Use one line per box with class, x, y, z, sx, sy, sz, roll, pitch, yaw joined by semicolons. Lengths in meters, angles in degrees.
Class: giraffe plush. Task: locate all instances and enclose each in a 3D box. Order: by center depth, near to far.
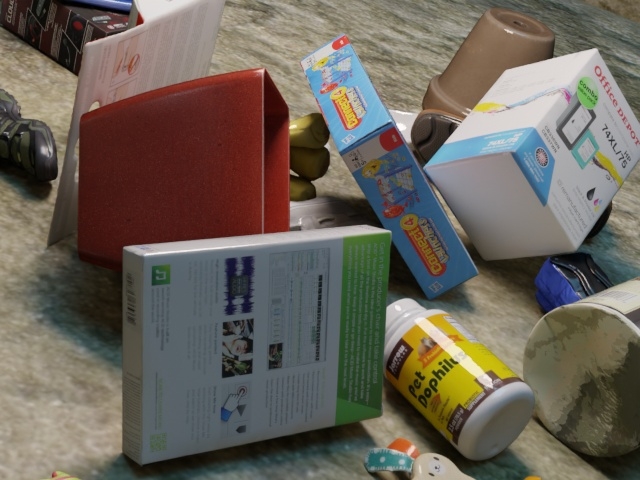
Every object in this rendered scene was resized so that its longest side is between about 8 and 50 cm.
giraffe plush;-0.110;-0.142;1.815;0.170;0.181;0.210;27;10;39

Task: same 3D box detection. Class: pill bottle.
pill bottle;0.158;0.167;1.471;0.117;0.117;0.215;-8;38;-40

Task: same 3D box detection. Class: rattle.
rattle;0.140;0.253;1.298;0.130;0.142;0.199;-15;46;-18

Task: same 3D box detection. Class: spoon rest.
spoon rest;0.200;-0.196;2.166;0.276;0.084;0.137;12;29;-14

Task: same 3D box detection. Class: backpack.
backpack;0.392;0.089;1.763;0.098;0.101;0.120;-11;48;-32

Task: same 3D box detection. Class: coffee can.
coffee can;0.430;0.153;1.570;0.275;0.201;0.201;-15;43;-45

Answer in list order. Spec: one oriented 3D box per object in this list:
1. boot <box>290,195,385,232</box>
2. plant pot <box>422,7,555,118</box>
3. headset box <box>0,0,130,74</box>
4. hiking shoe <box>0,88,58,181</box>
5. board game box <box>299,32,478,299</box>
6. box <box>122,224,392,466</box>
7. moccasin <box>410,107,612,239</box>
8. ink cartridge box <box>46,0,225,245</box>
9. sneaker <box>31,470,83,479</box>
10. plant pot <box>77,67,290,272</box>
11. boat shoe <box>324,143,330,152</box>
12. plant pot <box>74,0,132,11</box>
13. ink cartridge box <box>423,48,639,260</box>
boot;0.000;0.000;1.690;0.123;0.095;0.258;26;28;27
plant pot;0.364;-0.332;2.351;0.263;0.229;0.263;15;28;-9
headset box;-0.421;-0.406;2.137;0.293;0.110;0.218;34;32;25
hiking shoe;-0.464;-0.139;1.698;0.114;0.086;0.227;-21;41;-32
board game box;0.100;-0.114;1.765;0.086;0.308;0.302;-29;34;7
box;-0.066;0.109;1.312;0.322;0.232;0.058;-5;14;-32
moccasin;0.340;-0.135;2.083;0.380;0.139;0.147;19;28;1
ink cartridge box;-0.280;-0.200;1.656;0.091;0.308;0.385;26;31;13
sneaker;-0.288;0.270;1.083;0.094;0.081;0.208;28;22;31
plant pot;-0.169;-0.060;1.484;0.236;0.267;0.267;0;-4;5
boat shoe;-0.070;-0.162;1.979;0.184;0.066;0.063;20;26;-18
plant pot;-0.362;-0.551;2.074;0.236;0.236;0.212;6;26;-22
ink cartridge box;0.344;-0.134;1.848;0.197;0.198;0.270;-8;35;51
